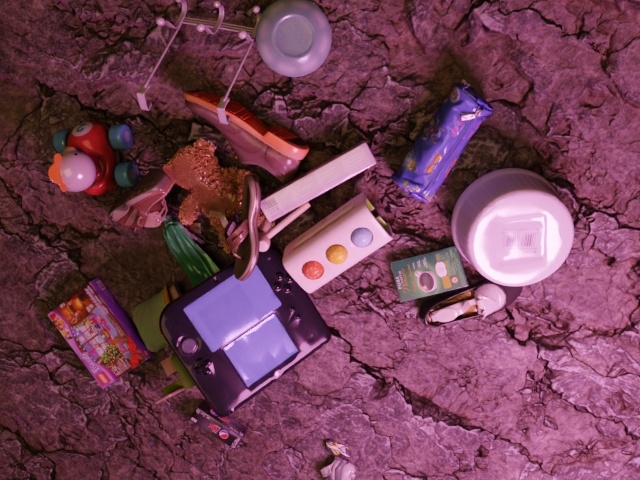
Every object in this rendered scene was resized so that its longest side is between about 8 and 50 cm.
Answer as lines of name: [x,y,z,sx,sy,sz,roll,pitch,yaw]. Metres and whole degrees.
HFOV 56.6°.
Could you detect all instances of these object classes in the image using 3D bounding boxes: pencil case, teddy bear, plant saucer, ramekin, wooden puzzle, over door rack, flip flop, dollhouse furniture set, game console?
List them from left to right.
dollhouse furniture set: [-0.454,0.294,1.708,0.197,0.151,0.301,-31,83,21]
wooden puzzle: [-0.370,-0.029,1.721,0.049,0.006,0.083,4,104,12]
over door rack: [-0.301,-0.468,1.485,0.239,0.108,0.324,12,73,11]
teddy bear: [-0.275,-0.116,1.640,0.338,0.113,0.245,34,114,-5]
flip flop: [-0.206,-0.033,1.531,0.080,0.112,0.277,-1,108,-27]
game console: [-0.203,0.236,1.619,0.386,0.060,0.342,-34,93,-16]
plant saucer: [-0.067,-0.513,1.497,0.195,0.037,0.195,-1,104,-3]
pencil case: [0.299,-0.237,1.457,0.119,0.133,0.306,27,110,-19]
ramekin: [0.465,-0.025,1.430,0.277,0.135,0.277,0,112,0]

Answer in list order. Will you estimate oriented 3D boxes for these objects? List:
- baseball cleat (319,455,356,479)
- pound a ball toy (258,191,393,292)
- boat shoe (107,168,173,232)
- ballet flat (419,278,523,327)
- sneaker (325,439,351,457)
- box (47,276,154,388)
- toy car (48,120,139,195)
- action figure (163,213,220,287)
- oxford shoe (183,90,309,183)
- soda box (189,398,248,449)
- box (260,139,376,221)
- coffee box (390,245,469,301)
baseball cleat: [0.041,0.736,1.783,0.109,0.072,0.206,25,107,24]
pound a ball toy: [0.000,0.000,1.547,0.319,0.136,0.208,-34,112,17]
boat shoe: [-0.471,-0.100,1.629,0.116,0.123,0.324,42,149,-21]
ballet flat: [0.393,0.170,1.546,0.280,0.096,0.095,-24,94,16]
sneaker: [0.052,0.624,1.768,0.083,0.031,0.035,27,121,10]
box: [-0.680,0.289,1.839,0.201,0.057,0.293,-35,93,18]
toy car: [-0.659,-0.217,1.622,0.219,0.238,0.210,-3,102,13]
action figure: [-0.379,0.023,1.699,0.137,0.063,0.232,-28,101,32]
oxford shoe: [-0.216,-0.276,1.569,0.363,0.130,0.133,31,115,5]
soda box: [-0.310,0.562,1.817,0.169,0.060,0.053,33,106,4]
box: [-0.011,-0.154,1.553,0.324,0.063,0.067,-29,103,9]
coffee box: [0.287,0.089,1.570,0.184,0.040,0.113,-17,84,15]
